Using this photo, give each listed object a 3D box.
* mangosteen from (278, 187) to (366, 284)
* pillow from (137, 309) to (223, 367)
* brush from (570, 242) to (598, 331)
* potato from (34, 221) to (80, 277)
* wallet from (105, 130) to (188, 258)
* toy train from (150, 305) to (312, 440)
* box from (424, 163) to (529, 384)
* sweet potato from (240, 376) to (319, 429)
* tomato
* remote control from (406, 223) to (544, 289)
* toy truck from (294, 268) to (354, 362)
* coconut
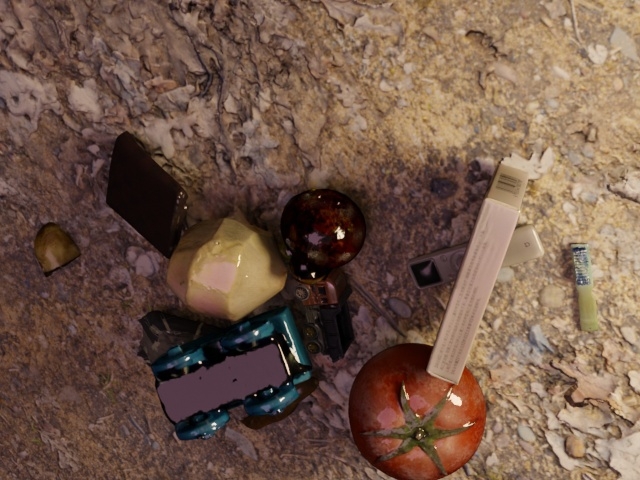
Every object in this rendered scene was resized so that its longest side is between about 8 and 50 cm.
[{"bbox_3d":[0.001,-0.007,1.679,0.172,0.172,0.184,16,99,14],"label":"mangosteen"},{"bbox_3d":[-0.249,0.252,1.939,0.335,0.092,0.162,13,123,15],"label":"pillow"},{"bbox_3d":[0.479,0.089,1.616,0.033,0.030,0.179,-8,110,14],"label":"brush"},{"bbox_3d":[-0.606,0.019,1.992,0.096,0.066,0.103,-29,98,26],"label":"potato"},{"bbox_3d":[-0.350,-0.088,1.802,0.229,0.049,0.182,41,130,30],"label":"wallet"},{"bbox_3d":[-0.167,0.251,1.731,0.300,0.265,0.188,-21,93,5],"label":"toy train"},{"bbox_3d":[0.273,0.056,1.553,0.065,0.200,0.344,19,116,9],"label":"box"},{"bbox_3d":[-0.091,0.358,1.944,0.067,0.067,0.274,48,126,-4],"label":"sweet potato"},{"bbox_3d":[0.182,0.325,1.718,0.264,0.265,0.265,8,116,18],"label":"tomato"},{"bbox_3d":[0.284,0.035,1.666,0.260,0.029,0.067,-18,105,27],"label":"remote control"},{"bbox_3d":[0.015,0.146,1.793,0.092,0.083,0.192,-3,113,23],"label":"toy truck"},{"bbox_3d":[-0.179,0.058,1.757,0.236,0.237,0.197,13,82,16],"label":"coconut"}]
